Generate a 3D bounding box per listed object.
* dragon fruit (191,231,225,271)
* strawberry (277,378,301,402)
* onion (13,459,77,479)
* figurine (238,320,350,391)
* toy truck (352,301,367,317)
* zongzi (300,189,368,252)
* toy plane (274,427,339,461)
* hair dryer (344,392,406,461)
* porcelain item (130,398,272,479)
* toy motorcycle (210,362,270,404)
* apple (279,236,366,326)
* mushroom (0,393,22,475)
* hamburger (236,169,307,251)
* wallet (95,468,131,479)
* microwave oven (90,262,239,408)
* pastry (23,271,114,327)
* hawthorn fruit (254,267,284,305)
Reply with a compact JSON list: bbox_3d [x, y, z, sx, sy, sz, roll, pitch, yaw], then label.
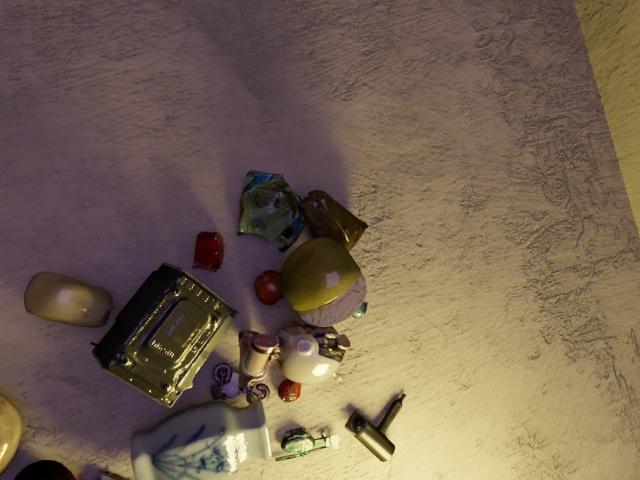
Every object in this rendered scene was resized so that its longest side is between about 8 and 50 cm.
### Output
[{"bbox_3d":[-0.385,0.025,1.681,0.102,0.096,0.147,8,110,-5],"label":"dragon fruit"},{"bbox_3d":[-0.103,0.518,1.687,0.083,0.083,0.096,47,64,-5],"label":"strawberry"},{"bbox_3d":[-0.795,0.773,1.380,0.281,0.221,0.280,-1,59,1],"label":"onion"},{"bbox_3d":[-0.099,0.379,1.630,0.362,0.253,0.210,-1,99,-22],"label":"figurine"},{"bbox_3d":[0.146,0.252,1.792,0.056,0.090,0.073,35,74,-8],"label":"toy truck"},{"bbox_3d":[0.000,0.000,1.735,0.274,0.145,0.299,35,81,-36],"label":"zongzi"},{"bbox_3d":[-0.046,0.705,1.684,0.235,0.060,0.096,-6,91,-14],"label":"toy plane"},{"bbox_3d":[0.226,0.645,1.776,0.195,0.078,0.248,45,63,-5],"label":"hair dryer"},{"bbox_3d":[-0.365,0.636,1.509,0.406,0.178,0.242,-10,110,-15],"label":"porcelain item"},{"bbox_3d":[-0.278,0.508,1.636,0.216,0.080,0.122,31,73,-10],"label":"toy motorcycle"},{"bbox_3d":[0.008,0.139,1.597,0.254,0.292,0.291,-33,92,-5],"label":"apple"},{"bbox_3d":[-0.991,0.553,1.310,0.298,0.290,0.297,3,81,-17],"label":"mushroom"},{"bbox_3d":[-0.161,-0.113,1.729,0.276,0.150,0.260,21,78,-13],"label":"hamburger"},{"bbox_3d":[-0.577,0.856,1.513,0.317,0.044,0.168,28,76,-10],"label":"wallet"},{"bbox_3d":[-0.475,0.286,1.502,0.286,0.219,0.354,45,70,-28],"label":"microwave oven"},{"bbox_3d":[-0.758,0.185,1.463,0.265,0.265,0.133,16,75,-13],"label":"pastry"},{"bbox_3d":[-0.171,0.158,1.690,0.125,0.125,0.140,-11,117,-18],"label":"hawthorn fruit"}]
